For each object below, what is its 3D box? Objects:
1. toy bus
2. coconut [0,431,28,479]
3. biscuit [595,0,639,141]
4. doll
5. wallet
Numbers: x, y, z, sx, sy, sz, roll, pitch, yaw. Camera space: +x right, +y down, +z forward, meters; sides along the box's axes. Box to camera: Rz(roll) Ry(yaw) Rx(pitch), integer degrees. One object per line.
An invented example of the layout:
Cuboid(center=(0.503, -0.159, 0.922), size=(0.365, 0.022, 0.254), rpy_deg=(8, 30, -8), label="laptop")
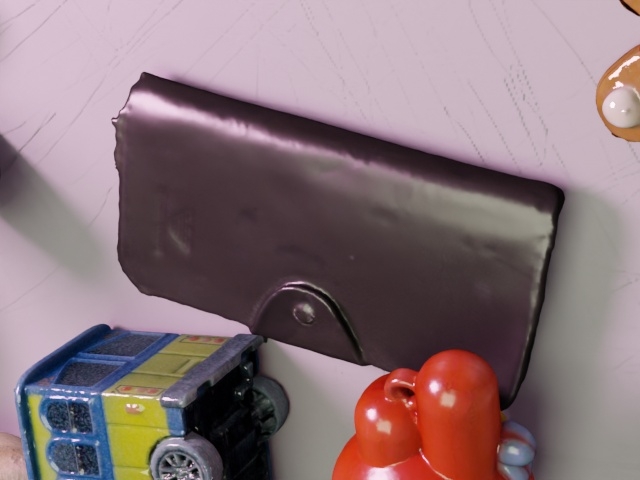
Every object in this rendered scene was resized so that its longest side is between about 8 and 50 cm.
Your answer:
Cuboid(center=(-0.132, 0.239, 1.295), size=(0.190, 0.152, 0.312), rpy_deg=(2, 108, 24), label="toy bus")
Cuboid(center=(-0.295, 0.259, 1.363), size=(0.162, 0.161, 0.161), rpy_deg=(40, 129, 53), label="coconut")
Cuboid(center=(0.289, -0.103, 1.031), size=(0.216, 0.047, 0.340), rpy_deg=(-19, 100, 28), label="biscuit")
Cuboid(center=(0.088, 0.192, 1.169), size=(0.161, 0.130, 0.290), rpy_deg=(9, 131, 21), label="doll")
Cuboid(center=(0.000, 0.000, 1.204), size=(0.377, 0.051, 0.197), rpy_deg=(18, 117, 20), label="wallet")
